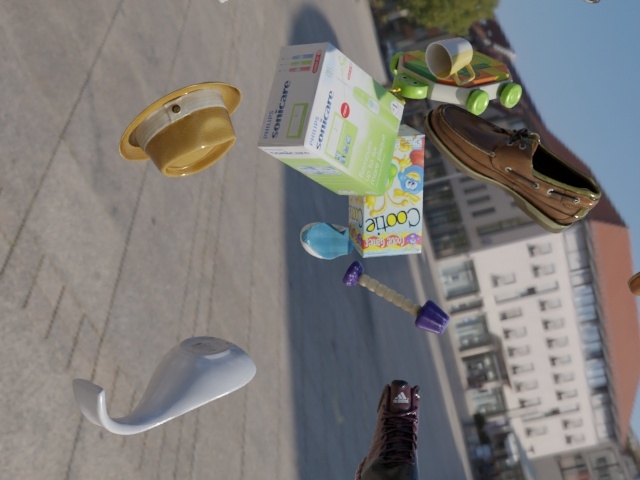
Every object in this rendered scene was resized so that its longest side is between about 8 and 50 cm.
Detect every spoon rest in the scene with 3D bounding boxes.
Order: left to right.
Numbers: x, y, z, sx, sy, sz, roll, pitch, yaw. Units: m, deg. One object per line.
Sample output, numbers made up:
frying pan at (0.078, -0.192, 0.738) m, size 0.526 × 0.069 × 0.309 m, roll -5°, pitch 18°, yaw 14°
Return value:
spoon rest at (-0.204, 0.193, 1.099) m, size 0.276 × 0.137 × 0.084 m, roll -11°, pitch 110°, yaw -51°

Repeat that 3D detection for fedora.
fedora at (-0.186, -0.146, 1.158) m, size 0.079 × 0.194 × 0.194 m, roll 60°, pitch 4°, yaw 11°

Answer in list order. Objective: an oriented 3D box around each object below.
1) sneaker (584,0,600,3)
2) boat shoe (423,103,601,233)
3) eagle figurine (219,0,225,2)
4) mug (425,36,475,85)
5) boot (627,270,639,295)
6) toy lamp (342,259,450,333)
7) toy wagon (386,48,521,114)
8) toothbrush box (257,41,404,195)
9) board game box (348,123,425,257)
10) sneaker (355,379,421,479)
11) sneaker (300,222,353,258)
sneaker at (0.490, -0.486, 1.516) m, size 0.109 × 0.040 × 0.044 m, roll 65°, pitch -35°, yaw 23°
boat shoe at (0.315, -0.140, 1.325) m, size 0.104 × 0.307 × 0.111 m, roll -48°, pitch -167°, yaw 49°
eagle figurine at (-0.136, -0.509, 1.225) m, size 0.225 × 0.298 × 0.226 m, roll -9°, pitch 89°, yaw -55°
mug at (0.219, -0.299, 1.352) m, size 0.062 × 0.064 × 0.078 m, roll 15°, pitch -54°, yaw 53°
boot at (0.646, 0.121, 1.468) m, size 0.073 × 0.197 × 0.152 m, roll 35°, pitch 57°, yaw -36°
toy lamp at (0.187, 0.141, 1.996) m, size 0.080 × 0.274 × 0.080 m, roll -50°, pitch 160°, yaw -26°
toy wagon at (0.282, -0.370, 1.869) m, size 0.267 × 0.344 × 0.068 m, roll 36°, pitch -50°, yaw 37°
toothbrush box at (0.027, -0.227, 1.592) m, size 0.283 × 0.122 × 0.206 m, roll 27°, pitch 73°, yaw -49°
board game box at (0.147, -0.116, 1.874) m, size 0.144 × 0.142 × 0.275 m, roll -126°, pitch -146°, yaw -69°
sneaker at (0.118, 0.318, 1.344) m, size 0.281 × 0.106 × 0.163 m, roll -58°, pitch 155°, yaw -83°
sneaker at (0.000, 0.000, 1.953) m, size 0.228 × 0.092 × 0.087 m, roll 8°, pitch 87°, yaw -65°
